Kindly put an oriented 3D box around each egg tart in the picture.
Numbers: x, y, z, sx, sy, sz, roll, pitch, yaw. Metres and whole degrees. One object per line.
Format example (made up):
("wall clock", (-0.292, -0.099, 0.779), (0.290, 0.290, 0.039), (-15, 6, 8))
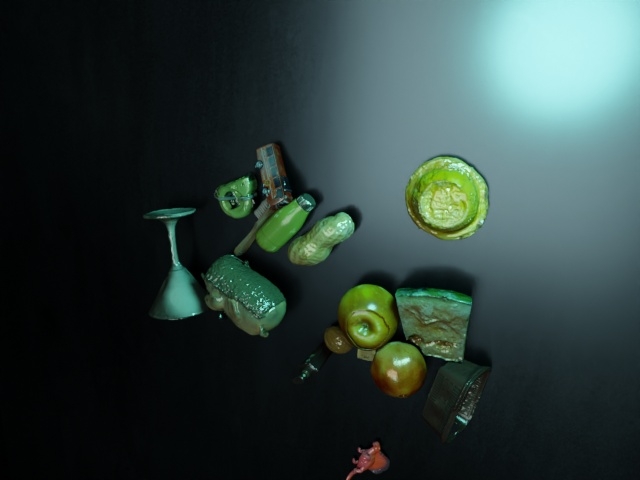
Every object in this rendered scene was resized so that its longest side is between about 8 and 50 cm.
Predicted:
("egg tart", (0.406, -0.125, 1.713), (0.288, 0.118, 0.288), (6, 111, 16))

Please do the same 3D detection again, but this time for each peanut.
("peanut", (0.000, 0.000, 1.904), (0.290, 0.130, 0.130), (-40, 90, 29))

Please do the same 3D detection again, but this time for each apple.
("apple", (0.165, 0.273, 1.877), (0.237, 0.207, 0.236), (5, 104, 21))

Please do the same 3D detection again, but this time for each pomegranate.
("pomegranate", (0.284, 0.461, 1.897), (0.209, 0.209, 0.209), (7, 109, 20))

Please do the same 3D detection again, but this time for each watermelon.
("watermelon", (0.388, 0.256, 1.838), (0.264, 0.151, 0.302), (5, 126, 17))

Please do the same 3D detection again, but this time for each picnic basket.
("picnic basket", (0.474, 0.548, 1.869), (0.129, 0.222, 0.296), (31, 118, 35))

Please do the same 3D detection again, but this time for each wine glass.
("wine glass", (-0.576, 0.083, 2.099), (0.267, 0.267, 0.406), (-2, 101, 22))

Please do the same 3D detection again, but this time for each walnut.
("walnut", (0.071, 0.376, 2.016), (0.124, 0.105, 0.105), (42, 117, 17))

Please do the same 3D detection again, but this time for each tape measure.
("tape measure", (-0.313, -0.160, 1.997), (0.177, 0.087, 0.154), (-15, 102, 27))

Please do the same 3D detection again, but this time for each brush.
("brush", (-0.244, -0.064, 2.019), (0.065, 0.070, 0.327), (52, 120, 20))

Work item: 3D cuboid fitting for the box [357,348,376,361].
("box", (0.180, 0.390, 2.018), (0.073, 0.020, 0.149), (10, 110, 17))

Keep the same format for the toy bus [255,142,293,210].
("toy bus", (-0.168, -0.227, 1.888), (0.096, 0.073, 0.234), (-21, 76, 24))

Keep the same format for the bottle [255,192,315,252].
("bottle", (-0.124, -0.070, 1.937), (0.112, 0.112, 0.260), (48, 115, 1))

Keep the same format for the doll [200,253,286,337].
("doll", (-0.302, 0.219, 2.030), (0.349, 0.247, 0.247), (45, 117, 9))

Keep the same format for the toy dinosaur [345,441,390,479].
("toy dinosaur", (0.202, 0.935, 2.178), (0.139, 0.070, 0.286), (16, 116, -8))

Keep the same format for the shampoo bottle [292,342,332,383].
("shampoo bottle", (-0.029, 0.470, 2.006), (0.067, 0.236, 0.068), (48, 119, 4))
